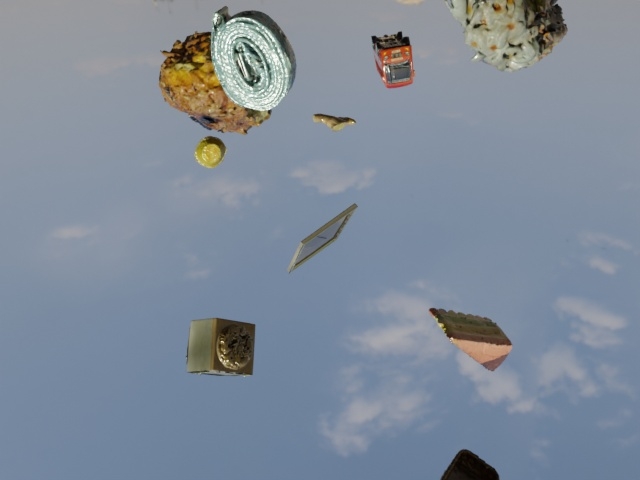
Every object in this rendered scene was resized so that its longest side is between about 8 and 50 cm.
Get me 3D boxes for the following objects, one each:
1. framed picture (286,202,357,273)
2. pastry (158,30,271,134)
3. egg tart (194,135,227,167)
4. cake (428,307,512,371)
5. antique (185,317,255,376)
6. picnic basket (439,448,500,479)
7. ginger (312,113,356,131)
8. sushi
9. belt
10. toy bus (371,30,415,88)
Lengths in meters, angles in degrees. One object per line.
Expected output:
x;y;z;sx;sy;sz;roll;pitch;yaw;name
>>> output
0.000;0.000;1.621;0.184;0.250;0.016;-36;-100;-20;framed picture
-0.315;-0.484;1.876;0.337;0.292;0.405;18;-172;6;pastry
-0.345;-0.277;1.915;0.105;0.105;0.039;-14;-161;-13;egg tart
0.346;0.209;1.384;0.090;0.225;0.109;-45;-138;13;cake
-0.267;0.296;1.669;0.148;0.152;0.146;-13;159;41;antique
0.290;0.525;1.252;0.110;0.055;0.193;34;-138;19;picnic basket
0.031;-0.254;1.322;0.097;0.030;0.048;5;-149;-12;ginger
0.378;-0.554;1.305;0.176;0.417;0.417;-23;-159;33;sushi
-0.115;-0.319;1.078;0.147;0.163;0.082;9;-148;1;belt
0.067;-0.171;0.574;0.031;0.043;0.110;-8;-156;4;toy bus
